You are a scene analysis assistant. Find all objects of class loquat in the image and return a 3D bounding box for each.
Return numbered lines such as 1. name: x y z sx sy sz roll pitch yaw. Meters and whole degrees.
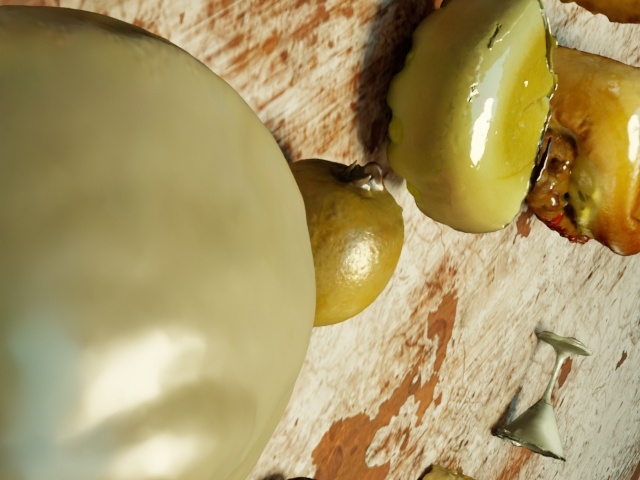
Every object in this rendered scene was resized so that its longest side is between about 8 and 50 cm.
1. loquat: 0.000 0.000 1.004 0.163 0.137 0.163 -25 132 -31

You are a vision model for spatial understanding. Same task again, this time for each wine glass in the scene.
1. wine glass: 0.354 0.239 1.816 0.182 0.122 0.122 -67 152 -9

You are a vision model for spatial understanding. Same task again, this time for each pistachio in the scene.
1. pistachio: -0.160 0.065 0.609 0.365 0.281 0.445 -42 151 -11

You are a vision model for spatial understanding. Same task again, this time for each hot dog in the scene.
1. hot dog: 0.367 -0.102 1.536 0.405 0.185 0.223 11 96 -62

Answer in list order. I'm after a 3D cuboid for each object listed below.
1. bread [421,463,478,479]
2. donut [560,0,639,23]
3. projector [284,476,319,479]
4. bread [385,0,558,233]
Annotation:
1. bread: 0.203 0.425 1.669 0.184 0.114 0.275 -66 154 -7
2. donut: 0.302 -0.419 1.043 0.435 0.378 0.163 -58 136 -11
3. projector: -0.065 0.484 1.091 0.405 0.242 0.395 -22 127 -53
4. bread: 0.131 -0.136 1.152 0.156 0.158 0.260 0 109 -50
